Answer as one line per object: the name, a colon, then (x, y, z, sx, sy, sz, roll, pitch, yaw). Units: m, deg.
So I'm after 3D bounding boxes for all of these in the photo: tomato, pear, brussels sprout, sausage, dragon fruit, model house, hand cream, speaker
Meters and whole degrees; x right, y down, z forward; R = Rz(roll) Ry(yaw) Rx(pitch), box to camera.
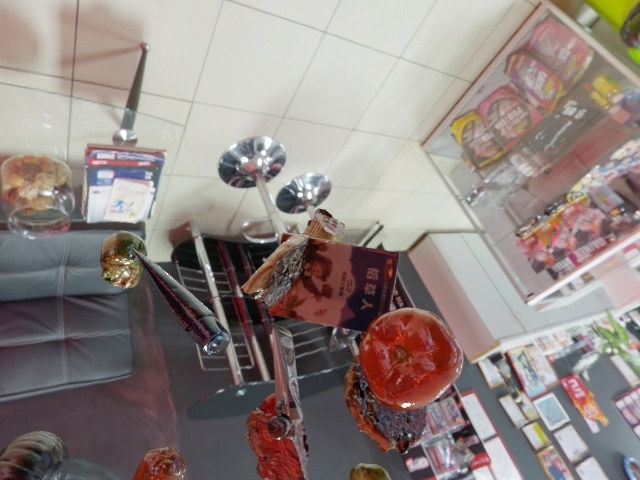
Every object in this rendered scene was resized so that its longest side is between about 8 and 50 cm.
tomato: (0.225, 0.291, 1.033, 0.259, 0.260, 0.180, -33, 146, 16)
pear: (0.137, 0.652, 1.092, 0.107, 0.131, 0.107, -12, 120, -22)
brussels sprout: (-0.608, 0.053, 1.271, 0.131, 0.146, 0.183, -2, 143, -18)
sausage: (-0.267, 0.414, 0.635, 0.076, 0.076, 0.198, 16, 95, -49)
dragon fruit: (-0.161, 0.711, 1.369, 0.227, 0.329, 0.286, -15, 141, 0)
model house: (0.000, 0.000, 1.823, 0.160, 0.254, 0.196, 30, 112, -9)
hand cream: (-0.110, 0.432, 1.279, 0.077, 0.341, 0.124, -22, 147, 18)
hand cream: (-0.286, 0.119, 0.841, 0.061, 0.270, 0.120, -43, 153, -11)
speaker: (-0.119, 0.502, 1.150, 0.060, 0.095, 0.075, -18, 163, 3)

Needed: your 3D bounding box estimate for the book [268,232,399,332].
book: (0.046, 0.152, 1.460, 0.427, 0.300, 0.039, 10, 179, 3)

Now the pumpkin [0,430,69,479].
pumpkin: (-0.715, 0.593, 0.984, 0.216, 0.250, 0.250, 20, 137, -10)

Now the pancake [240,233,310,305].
pancake: (-0.096, 0.065, 1.040, 0.212, 0.056, 0.257, -60, 168, -8)

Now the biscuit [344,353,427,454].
biscuit: (0.188, 0.453, 1.189, 0.081, 0.289, 0.334, -43, 170, 31)

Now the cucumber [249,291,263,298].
cucumber: (-0.275, 0.221, 1.948, 0.058, 0.058, 0.187, 1, 147, -38)
